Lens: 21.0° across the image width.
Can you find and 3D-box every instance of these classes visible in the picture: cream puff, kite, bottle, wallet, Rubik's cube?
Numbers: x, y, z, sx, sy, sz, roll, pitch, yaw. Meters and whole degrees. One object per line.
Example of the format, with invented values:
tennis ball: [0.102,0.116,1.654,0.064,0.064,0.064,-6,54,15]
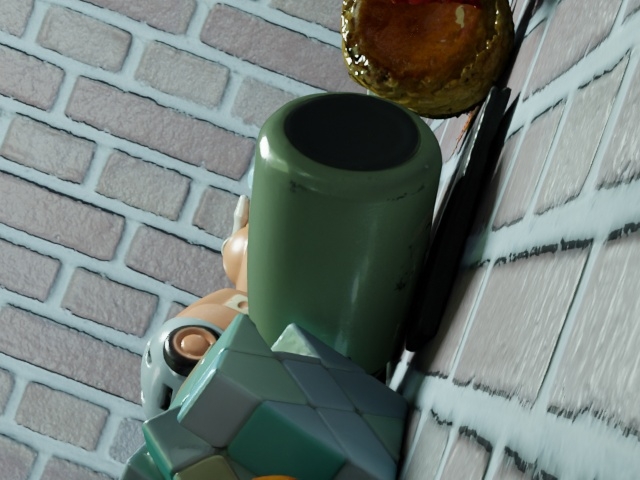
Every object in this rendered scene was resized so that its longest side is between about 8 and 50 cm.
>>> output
cream puff: [0.120,-0.204,1.829,0.169,0.183,0.183,46,-117,-69]
kite: [0.186,-0.180,1.942,0.125,0.008,0.222,-78,9,-81]
bottle: [0.009,0.045,1.601,0.168,0.168,0.347,-71,-9,-56]
wallet: [0.124,-0.018,1.604,0.124,0.025,0.244,101,-173,-78]
Rubik's cube: [-0.053,0.207,1.467,0.213,0.224,0.265,-53,4,19]

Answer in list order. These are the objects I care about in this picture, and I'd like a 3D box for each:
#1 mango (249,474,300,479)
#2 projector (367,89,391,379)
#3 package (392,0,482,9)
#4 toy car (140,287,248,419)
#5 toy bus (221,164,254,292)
mango: [-0.045,0.306,1.318,0.146,0.129,0.289,-92,14,-51]
projector: [0.069,-0.012,1.884,0.257,0.079,0.259,-84,-2,-70]
package: [0.178,-0.411,1.597,0.196,0.123,0.423,-12,-46,-53]
toy car: [-0.060,0.167,1.952,0.212,0.270,0.180,-45,-22,-43]
toy bus: [0.000,0.000,2.201,0.194,0.232,0.287,-63,-9,-78]
